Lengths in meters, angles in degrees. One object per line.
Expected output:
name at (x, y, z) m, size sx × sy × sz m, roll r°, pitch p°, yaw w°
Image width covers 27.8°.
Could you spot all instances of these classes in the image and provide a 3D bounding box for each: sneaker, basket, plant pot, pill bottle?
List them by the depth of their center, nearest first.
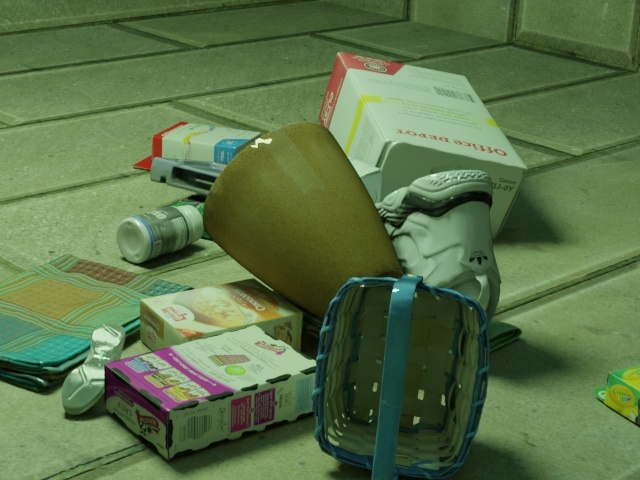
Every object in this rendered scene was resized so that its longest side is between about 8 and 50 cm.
basket at (0.093, 0.155, 1.497) m, size 0.201 × 0.254 × 0.289 m, roll 9°, pitch 10°, yaw 10°
sneaker at (-0.290, 0.177, 1.681) m, size 0.054 × 0.061 × 0.152 m, roll 14°, pitch 41°, yaw 9°
plant pot at (0.000, 0.000, 1.851) m, size 0.237 × 0.237 × 0.254 m, roll -15°, pitch 51°, yaw -40°
sneaker at (0.147, 0.039, 1.912) m, size 0.137 × 0.210 × 0.366 m, roll -3°, pitch -13°, yaw -23°
pill bottle at (-0.265, -0.014, 2.162) m, size 0.078 × 0.078 × 0.137 m, roll 18°, pitch 25°, yaw 36°

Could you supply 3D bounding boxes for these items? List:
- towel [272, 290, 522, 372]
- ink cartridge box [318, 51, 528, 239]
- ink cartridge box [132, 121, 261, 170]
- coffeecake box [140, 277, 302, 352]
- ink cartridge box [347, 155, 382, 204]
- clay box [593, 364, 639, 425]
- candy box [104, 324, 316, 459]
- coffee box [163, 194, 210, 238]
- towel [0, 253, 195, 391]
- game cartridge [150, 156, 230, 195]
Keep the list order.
towel at (0.096, 0.113, 1.925) m, size 0.325 × 0.038 × 0.248 m, roll 20°, pitch 25°, yaw 39°
ink cartridge box at (0.177, -0.181, 2.399) m, size 0.279 × 0.160 × 0.384 m, roll 10°, pitch 29°, yaw -18°
ink cartridge box at (-0.251, -0.183, 2.627) m, size 0.231 × 0.078 × 0.134 m, roll 9°, pitch 21°, yaw 18°
coffeecake box at (-0.141, 0.121, 1.825) m, size 0.186 × 0.068 × 0.142 m, roll -10°, pitch 25°, yaw -31°
ink cartridge box at (0.036, -0.086, 2.076) m, size 0.122 × 0.088 × 0.052 m, roll 24°, pitch 32°, yaw 38°
clay box at (0.471, 0.212, 1.681) m, size 0.128 × 0.053 × 0.222 m, roll -8°, pitch 24°, yaw -29°
candy box at (-0.134, 0.187, 1.639) m, size 0.233 × 0.071 × 0.159 m, roll -13°, pitch 25°, yaw -35°
coffee box at (-0.174, -0.037, 2.289) m, size 0.184 × 0.040 × 0.113 m, roll 12°, pitch 21°, yaw 22°
towel at (-0.389, 0.104, 1.881) m, size 0.272 × 0.040 × 0.370 m, roll 14°, pitch 22°, yaw 25°
game cartridge at (-0.104, -0.096, 2.365) m, size 0.355 × 0.068 × 0.230 m, roll 15°, pitch 12°, yaw 30°
